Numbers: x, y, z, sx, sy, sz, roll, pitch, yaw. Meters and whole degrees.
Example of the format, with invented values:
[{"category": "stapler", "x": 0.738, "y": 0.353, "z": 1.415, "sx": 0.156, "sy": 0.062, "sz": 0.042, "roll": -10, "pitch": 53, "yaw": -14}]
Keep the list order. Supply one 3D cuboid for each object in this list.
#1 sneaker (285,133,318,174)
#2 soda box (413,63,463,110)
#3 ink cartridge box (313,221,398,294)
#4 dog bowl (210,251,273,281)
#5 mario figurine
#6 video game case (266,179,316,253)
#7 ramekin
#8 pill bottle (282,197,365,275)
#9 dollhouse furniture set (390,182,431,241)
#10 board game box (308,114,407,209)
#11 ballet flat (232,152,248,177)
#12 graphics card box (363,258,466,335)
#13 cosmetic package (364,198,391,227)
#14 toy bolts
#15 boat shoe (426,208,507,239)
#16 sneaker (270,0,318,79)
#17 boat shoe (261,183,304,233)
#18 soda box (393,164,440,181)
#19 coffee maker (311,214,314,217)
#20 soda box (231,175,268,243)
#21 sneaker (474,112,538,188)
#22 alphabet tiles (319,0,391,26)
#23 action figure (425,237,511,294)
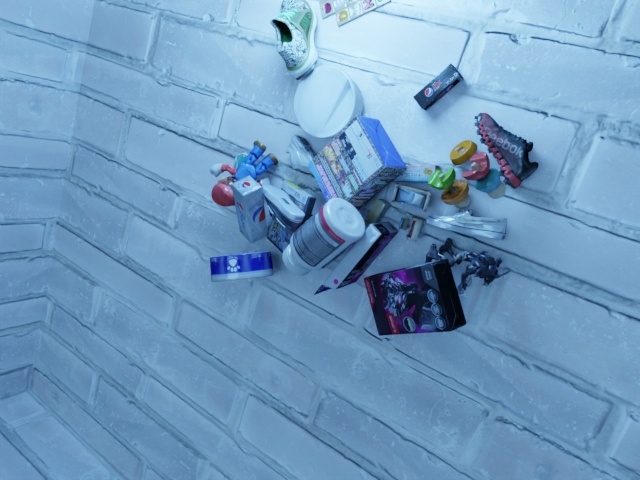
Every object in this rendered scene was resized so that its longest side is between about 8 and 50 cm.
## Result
[{"category": "sneaker", "x": -0.061, "y": -0.321, "z": 2.014, "sx": 0.115, "sy": 0.090, "sz": 0.232, "roll": -51, "pitch": 61, "yaw": 31}, {"category": "soda box", "x": 0.413, "y": -0.537, "z": 1.727, "sx": 0.169, "sy": 0.053, "sz": 0.060, "roll": -39, "pitch": 75, "yaw": 26}, {"category": "ink cartridge box", "x": 0.135, "y": 0.083, "z": 1.872, "sx": 0.069, "sy": 0.175, "sz": 0.371, "roll": 48, "pitch": 115, "yaw": 17}, {"category": "dog bowl", "x": -0.336, "y": 0.111, "z": 2.099, "sx": 0.264, "sy": 0.265, "sz": 0.104, "roll": -7, "pitch": 88, "yaw": 31}, {"category": "mario figurine", "x": -0.339, "y": -0.278, "z": 2.108, "sx": 0.320, "sy": 0.170, "sz": 0.198, "roll": -44, "pitch": 66, "yaw": -1}, {"category": "video game case", "x": -0.127, "y": -0.088, "z": 2.028, "sx": 0.248, "sy": 0.035, "sz": 0.275, "roll": 39, "pitch": 115, "yaw": 53}, {"category": "ramekin", "x": 0.041, "y": -0.525, "z": 1.904, "sx": 0.272, "sy": 0.127, "sz": 0.273, "roll": 2, "pitch": 95, "yaw": 30}, {"category": "pill bottle", "x": 0.000, "y": 0.000, "z": 1.804, "sx": 0.318, "sy": 0.176, "sz": 0.176, "roll": -41, "pitch": 74, "yaw": 38}, {"category": "dollhouse furniture set", "x": 0.307, "y": -0.099, "z": 1.761, "sx": 0.129, "sy": 0.129, "sz": 0.184, "roll": 16, "pitch": 102, "yaw": 7}, {"category": "board game box", "x": 0.130, "y": -0.274, "z": 1.822, "sx": 0.291, "sy": 0.141, "sz": 0.232, "roll": -39, "pitch": 67, "yaw": 37}, {"category": "ballet flat", "x": -0.357, "y": -0.273, "z": 2.190, "sx": 0.091, "sy": 0.077, "sz": 0.241, "roll": 17, "pitch": 101, "yaw": -6}, {"category": "graphics card box", "x": 0.321, "y": 0.210, "z": 1.743, "sx": 0.371, "sy": 0.094, "sz": 0.233, "roll": -18, "pitch": 85, "yaw": 54}, {"category": "cosmetic package", "x": 0.215, "y": -0.102, "z": 1.877, "sx": 0.041, "sy": 0.060, "sz": 0.115, "roll": 39, "pitch": 110, "yaw": 22}, {"category": "toy bolts", "x": 0.519, "y": -0.215, "z": 1.648, "sx": 0.218, "sy": 0.158, "sz": 0.228, "roll": -55, "pitch": 23, "yaw": -14}, {"category": "boat shoe", "x": 0.502, "y": -0.068, "z": 1.693, "sx": 0.267, "sy": 0.096, "sz": 0.088, "roll": 14, "pitch": 97, "yaw": 28}, {"category": "sneaker", "x": -0.115, "y": -0.831, "z": 1.900, "sx": 0.158, "sy": 0.182, "sz": 0.410, "roll": -24, "pitch": 59, "yaw": 27}, {"category": "boat shoe", "x": -0.165, "y": -0.128, "z": 1.976, "sx": 0.301, "sy": 0.108, "sz": 0.102, "roll": 45, "pitch": 119, "yaw": 43}, {"category": "soda box", "x": 0.339, "y": -0.244, "z": 1.792, "sx": 0.183, "sy": 0.058, "sz": 0.063, "roll": 5, "pitch": 97, "yaw": 31}, {"category": "coffee maker", "x": -0.017, "y": -0.014, "z": 2.002, "sx": 0.171, "sy": 0.120, "sz": 0.178, "roll": 15, "pitch": 102, "yaw": 55}, {"category": "soda box", "x": -0.293, "y": -0.124, "z": 2.063, "sx": 0.098, "sy": 0.091, "sz": 0.286, "roll": 42, "pitch": 150, "yaw": 33}, {"category": "sneaker", "x": 0.611, "y": -0.314, "z": 1.605, "sx": 0.135, "sy": 0.097, "sz": 0.276, "roll": -33, "pitch": 80, "yaw": 29}, {"category": "alphabet tiles", "x": 0.134, "y": -0.999, "z": 1.875, "sx": 0.342, "sy": 0.011, "sz": 0.285, "roll": -13, "pitch": 88, "yaw": 31}, {"category": "action figure", "x": 0.501, "y": 0.094, "z": 1.666, "sx": 0.275, "sy": 0.164, "sz": 0.141, "roll": 29, "pitch": 134, "yaw": 44}]
